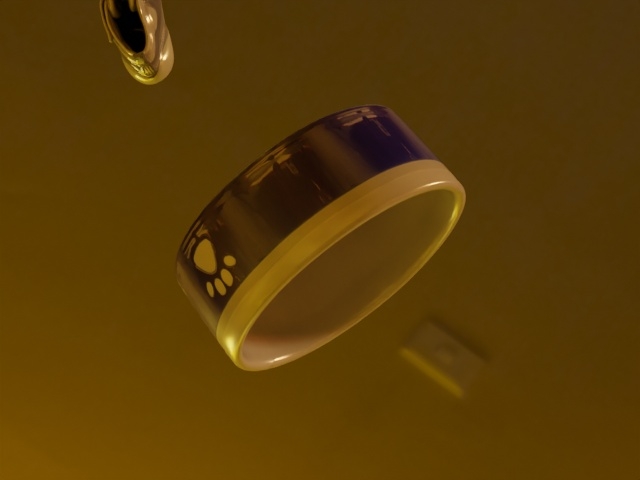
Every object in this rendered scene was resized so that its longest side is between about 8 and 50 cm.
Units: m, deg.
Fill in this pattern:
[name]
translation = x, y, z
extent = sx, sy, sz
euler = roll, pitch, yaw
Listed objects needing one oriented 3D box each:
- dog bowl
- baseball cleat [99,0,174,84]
[dog bowl]
translation = 0.000, 0.000, 1.205
extent = 0.265, 0.104, 0.265
euler = -34, -19, -14
[baseball cleat]
translation = -0.203, -0.266, 1.369
extent = 0.072, 0.206, 0.109
euler = -24, -23, 0
